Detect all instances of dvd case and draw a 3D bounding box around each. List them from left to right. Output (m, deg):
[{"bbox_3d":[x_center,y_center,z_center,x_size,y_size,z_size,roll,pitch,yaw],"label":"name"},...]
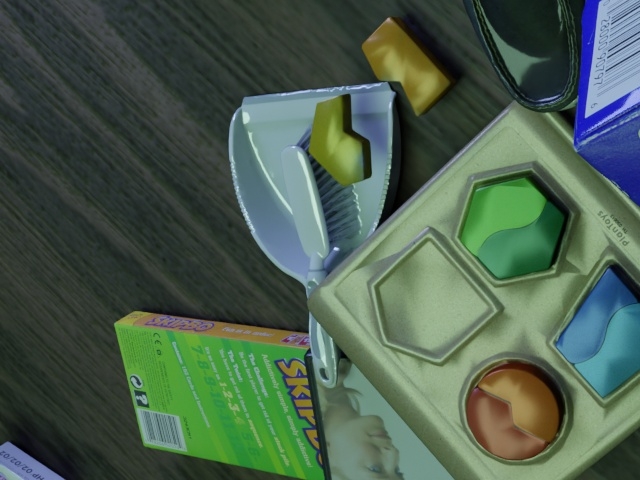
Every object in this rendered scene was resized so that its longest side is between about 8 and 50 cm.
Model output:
[{"bbox_3d":[0.089,0.198,1.000,0.180,0.022,0.253,0,113,24],"label":"dvd case"}]

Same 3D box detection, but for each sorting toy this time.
[{"bbox_3d":[0.095,0.016,0.873,0.229,0.041,0.307,-44,82,22],"label":"sorting toy"}]

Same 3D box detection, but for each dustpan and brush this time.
[{"bbox_3d":[0.000,0.000,0.959,0.147,0.060,0.211,-1,108,37],"label":"dustpan and brush"}]

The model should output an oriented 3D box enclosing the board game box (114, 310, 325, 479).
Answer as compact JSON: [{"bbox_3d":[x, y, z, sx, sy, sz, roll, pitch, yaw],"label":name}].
[{"bbox_3d":[-0.055,0.131,1.092,0.259,0.039,0.124,6,116,37],"label":"board game box"}]

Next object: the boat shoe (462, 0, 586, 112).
[{"bbox_3d":[0.099,-0.182,0.786,0.084,0.079,0.233,-11,104,36],"label":"boat shoe"}]

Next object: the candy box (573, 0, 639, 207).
[{"bbox_3d":[0.315,-0.042,0.574,0.317,0.122,0.268,38,136,-24],"label":"candy box"}]

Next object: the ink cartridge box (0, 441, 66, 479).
[{"bbox_3d":[-0.303,0.280,1.341,0.104,0.061,0.181,27,127,23],"label":"ink cartridge box"}]
